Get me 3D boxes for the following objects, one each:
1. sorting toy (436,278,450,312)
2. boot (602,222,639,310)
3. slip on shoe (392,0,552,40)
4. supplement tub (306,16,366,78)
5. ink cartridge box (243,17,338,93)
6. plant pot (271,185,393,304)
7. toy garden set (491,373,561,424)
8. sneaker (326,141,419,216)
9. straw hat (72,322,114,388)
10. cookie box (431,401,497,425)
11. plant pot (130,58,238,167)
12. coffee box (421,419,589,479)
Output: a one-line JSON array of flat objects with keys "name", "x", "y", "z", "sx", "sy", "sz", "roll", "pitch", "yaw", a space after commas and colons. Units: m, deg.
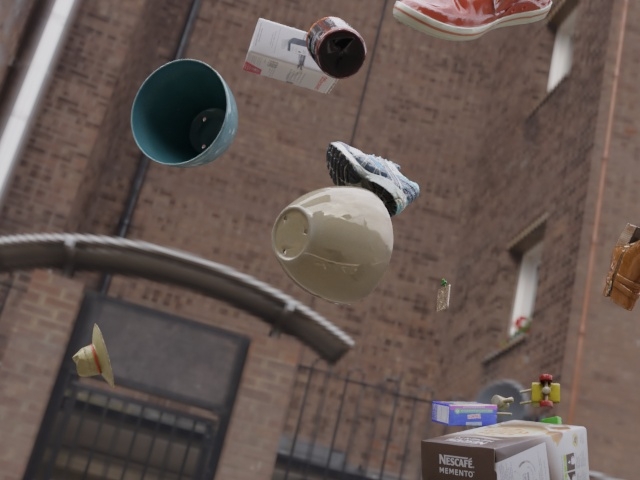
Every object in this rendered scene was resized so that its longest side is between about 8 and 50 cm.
[{"name": "sorting toy", "x": 0.292, "y": 0.125, "z": 2.405, "sx": 0.012, "sy": 0.083, "sz": 0.062, "roll": 15, "pitch": -21, "yaw": -16}, {"name": "boot", "x": 0.594, "y": 0.059, "z": 1.896, "sx": 0.073, "sy": 0.152, "sz": 0.197, "roll": 18, "pitch": 7, "yaw": -8}, {"name": "slip on shoe", "x": 0.234, "y": -0.370, "z": 1.534, "sx": 0.123, "sy": 0.331, "sz": 0.101, "roll": 36, "pitch": -48, "yaw": 36}, {"name": "supplement tub", "x": 0.028, "y": -0.401, "z": 2.108, "sx": 0.106, "sy": 0.106, "sz": 0.198, "roll": 21, "pitch": 17, "yaw": -16}, {"name": "ink cartridge box", "x": -0.061, "y": -0.432, "z": 2.424, "sx": 0.218, "sy": 0.092, "sz": 0.158, "roll": 17, "pitch": -9, "yaw": -8}, {"name": "plant pot", "x": 0.000, "y": 0.000, "z": 2.370, "sx": 0.284, "sy": 0.284, "sz": 0.191, "roll": -9, "pitch": -14, "yaw": 44}, {"name": "toy garden set", "x": 0.412, "y": 0.402, "z": 2.147, "sx": 0.049, "sy": 0.204, "sz": 0.244, "roll": 24, "pitch": -32, "yaw": -34}, {"name": "sneaker", "x": 0.129, "y": -0.162, "z": 2.583, "sx": 0.283, "sy": 0.122, "sz": 0.110, "roll": 41, "pitch": -40, "yaw": 30}, {"name": "straw hat", "x": -0.458, "y": 0.240, "z": 2.039, "sx": 0.061, "sy": 0.144, "sz": 0.144, "roll": -15, "pitch": -15, "yaw": -19}, {"name": "cookie box", "x": 0.263, "y": 0.317, "z": 1.881, "sx": 0.092, "sy": 0.040, "sz": 0.107, "roll": 2, "pitch": -6, "yaw": -11}, {"name": "plant pot", "x": -0.339, "y": -0.320, "z": 2.780, "sx": 0.290, "sy": 0.290, "sz": 0.195, "roll": 4, "pitch": -9, "yaw": 22}, {"name": "coffee box", "x": 0.287, "y": 0.343, "z": 1.578, "sx": 0.141, "sy": 0.098, "sz": 0.246, "roll": -5, "pitch": -3, "yaw": 44}]
